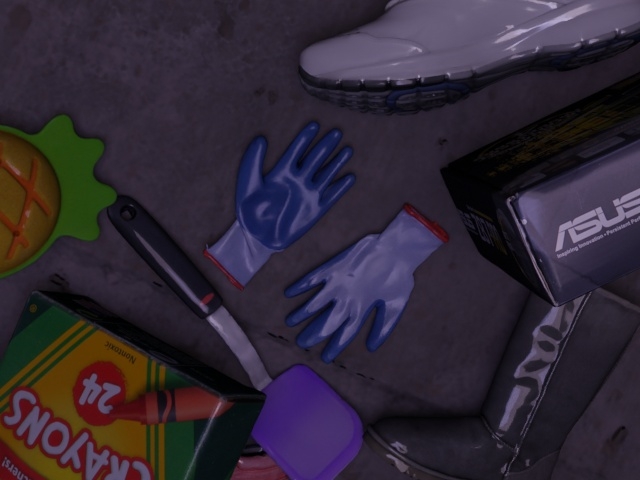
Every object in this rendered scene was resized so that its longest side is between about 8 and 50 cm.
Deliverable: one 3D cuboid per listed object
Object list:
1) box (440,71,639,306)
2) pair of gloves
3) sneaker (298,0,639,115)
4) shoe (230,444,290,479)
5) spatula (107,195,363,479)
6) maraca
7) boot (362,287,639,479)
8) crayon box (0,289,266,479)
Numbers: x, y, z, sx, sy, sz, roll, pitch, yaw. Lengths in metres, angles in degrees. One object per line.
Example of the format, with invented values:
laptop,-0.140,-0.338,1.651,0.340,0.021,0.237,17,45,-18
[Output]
box,0.303,-0.088,1.237,0.395,0.318,0.097,-25,100,0
pair of gloves,0.000,0.000,1.374,0.198,0.023,0.159,42,91,-10
sneaker,0.121,-0.184,1.330,0.297,0.111,0.129,-16,83,-6
shoe,-0.110,0.217,1.377,0.178,0.063,0.081,-6,95,-8
spatula,-0.076,0.078,1.366,0.084,0.030,0.296,-41,96,-24
maraca,-0.256,-0.035,1.312,0.186,0.099,0.127,-16,99,-21
boot,0.156,0.114,1.375,0.190,0.076,0.208,20,103,-22
crayon box,-0.199,0.225,1.313,0.202,0.081,0.318,26,96,25
